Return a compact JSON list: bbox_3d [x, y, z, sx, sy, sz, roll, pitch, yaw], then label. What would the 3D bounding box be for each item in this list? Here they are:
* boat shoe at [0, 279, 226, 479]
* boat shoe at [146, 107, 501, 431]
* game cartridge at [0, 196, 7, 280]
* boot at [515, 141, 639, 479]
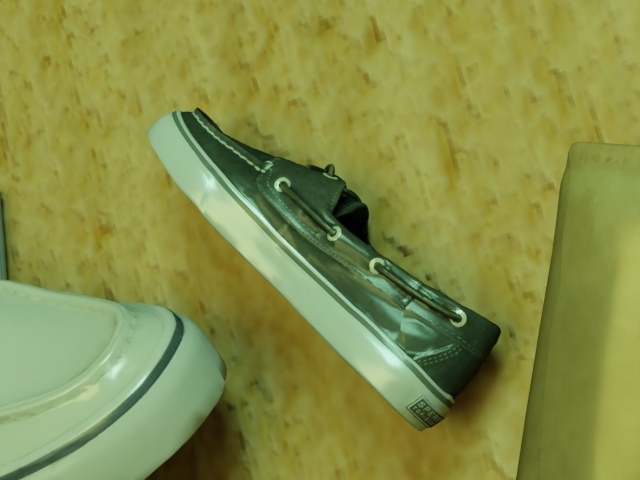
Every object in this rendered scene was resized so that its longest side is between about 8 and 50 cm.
[{"bbox_3d":[-0.155,0.044,0.574,0.267,0.096,0.088,-4,128,40],"label":"boat shoe"},{"bbox_3d":[0.000,0.000,0.516,0.040,0.049,0.142,-46,64,2],"label":"boat shoe"},{"bbox_3d":[-0.155,0.007,0.635,0.083,0.017,0.056,-11,85,33],"label":"game cartridge"},{"bbox_3d":[0.049,0.108,0.401,0.236,0.089,0.270,11,91,-5],"label":"boot"}]
